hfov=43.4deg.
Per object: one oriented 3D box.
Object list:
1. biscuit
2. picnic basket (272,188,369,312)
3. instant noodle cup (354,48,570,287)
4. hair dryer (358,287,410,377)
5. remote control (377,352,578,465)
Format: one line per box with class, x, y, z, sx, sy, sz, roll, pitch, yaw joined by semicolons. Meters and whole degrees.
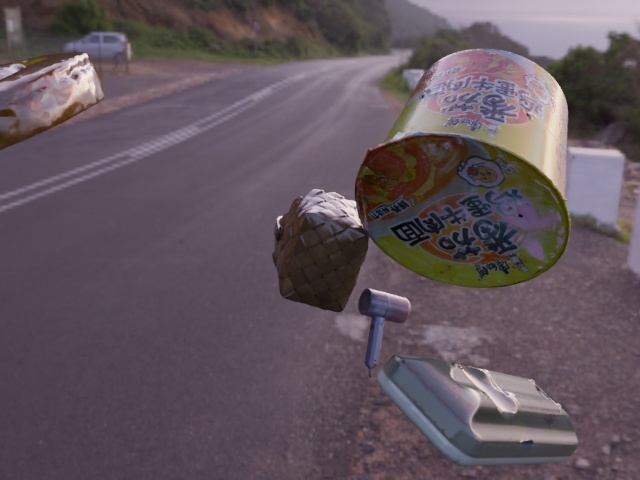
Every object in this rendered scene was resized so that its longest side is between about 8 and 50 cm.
biscuit;-0.396;-0.094;0.739;0.394;0.070;0.350;-19;18;0
picnic basket;0.000;0.000;1.079;0.128;0.138;0.178;18;18;-6
instant noodle cup;0.192;-0.095;0.996;0.264;0.264;0.200;8;50;21
hair dryer;0.079;0.125;1.066;0.063;0.115;0.037;16;-13;-22
remote control;0.188;0.182;0.874;0.128;0.066;0.335;47;15;33
